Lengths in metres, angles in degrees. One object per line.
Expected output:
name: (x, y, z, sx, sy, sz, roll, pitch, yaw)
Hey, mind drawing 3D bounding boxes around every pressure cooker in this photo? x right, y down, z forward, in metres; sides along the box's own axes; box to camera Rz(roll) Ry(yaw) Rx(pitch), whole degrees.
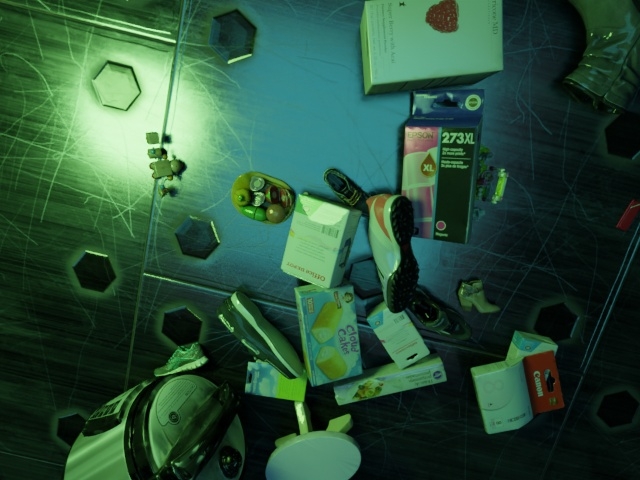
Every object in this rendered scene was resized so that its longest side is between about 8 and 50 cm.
pressure cooker: (-0.396, 0.554, 1.110, 0.420, 0.370, 0.375, -34, 139, 19)

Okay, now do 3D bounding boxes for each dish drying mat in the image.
dish drying mat: (0.834, -0.067, 1.138, 0.032, 0.008, 0.083, 23, 102, -5)

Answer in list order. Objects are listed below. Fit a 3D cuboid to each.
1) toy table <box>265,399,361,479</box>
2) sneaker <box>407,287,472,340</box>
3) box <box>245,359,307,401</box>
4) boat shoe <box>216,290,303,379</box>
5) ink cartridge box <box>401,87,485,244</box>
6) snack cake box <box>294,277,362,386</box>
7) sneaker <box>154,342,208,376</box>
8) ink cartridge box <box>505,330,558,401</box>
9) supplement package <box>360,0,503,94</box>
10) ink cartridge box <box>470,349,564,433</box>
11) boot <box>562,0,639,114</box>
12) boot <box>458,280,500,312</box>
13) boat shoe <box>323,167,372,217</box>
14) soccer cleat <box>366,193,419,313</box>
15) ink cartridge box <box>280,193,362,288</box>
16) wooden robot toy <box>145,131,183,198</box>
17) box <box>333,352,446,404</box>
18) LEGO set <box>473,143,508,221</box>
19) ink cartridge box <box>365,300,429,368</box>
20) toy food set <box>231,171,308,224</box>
toy table: (-0.018, 0.606, 1.233, 0.273, 0.161, 0.253, -10, 102, 4)
sneaker: (0.326, 0.219, 1.165, 0.234, 0.106, 0.078, 35, 102, -6)
box: (-0.128, 0.410, 1.252, 0.178, 0.042, 0.109, 8, 102, 0)
boat shoe: (-0.171, 0.284, 1.197, 0.091, 0.114, 0.303, -40, 87, 9)
ink cartridge box: (0.299, -0.183, 1.054, 0.175, 0.069, 0.372, 9, 107, 28)
snack cake box: (0.023, 0.251, 1.171, 0.152, 0.089, 0.265, -10, 103, -12)
sneaker: (-0.416, 0.352, 1.248, 0.166, 0.065, 0.076, -19, 85, 2)
ink cartridge box: (0.593, 0.361, 1.212, 0.104, 0.060, 0.180, 12, 102, 0)
supplement package: (0.248, -0.455, 0.983, 0.292, 0.175, 0.178, -6, 101, 3)
ink cartridge box: (0.553, 0.421, 1.169, 0.232, 0.066, 0.189, -14, 101, 11)
boot: (0.656, -0.468, 1.005, 0.338, 0.118, 0.223, 34, 106, -1)
boot: (0.447, 0.156, 1.182, 0.118, 0.042, 0.087, 0, 100, 1)
boat shoe: (0.079, -0.118, 1.109, 0.183, 0.083, 0.065, 39, 101, -7)
soccer cleat: (0.182, 0.034, 1.105, 0.108, 0.116, 0.319, -18, 111, -33)
ink cartridge box: (0.000, 0.000, 1.109, 0.154, 0.093, 0.213, 20, 102, 24)
wooden robot toy: (-0.411, -0.204, 1.127, 0.078, 0.076, 0.174, -17, 104, -31)
box: (0.198, 0.404, 1.231, 0.323, 0.067, 0.063, -15, 103, 4)
LEGO set: (0.397, -0.189, 1.065, 0.132, 0.107, 0.287, -14, 104, -1)
ink cartridge box: (0.220, 0.261, 1.200, 0.104, 0.061, 0.181, -31, 99, 8)
toy food set: (-0.139, -0.102, 1.125, 0.217, 0.071, 0.128, 18, 102, -3)
